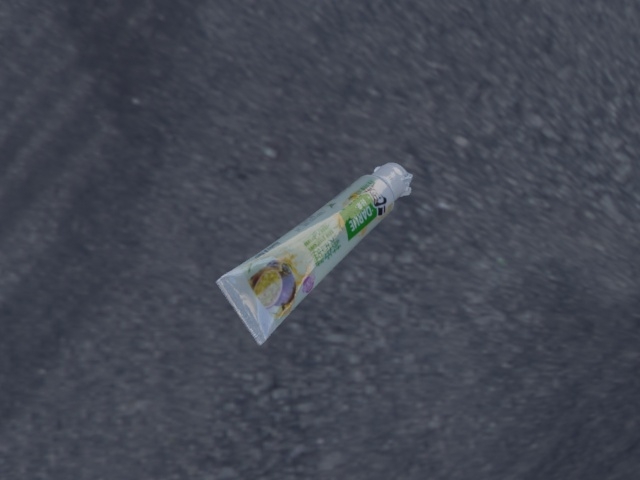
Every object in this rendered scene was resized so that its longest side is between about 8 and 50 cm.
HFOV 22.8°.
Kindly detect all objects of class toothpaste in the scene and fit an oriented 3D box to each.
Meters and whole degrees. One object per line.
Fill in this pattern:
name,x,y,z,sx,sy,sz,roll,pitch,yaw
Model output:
toothpaste,0.000,0.000,1.681,0.058,0.314,0.056,24,130,22
